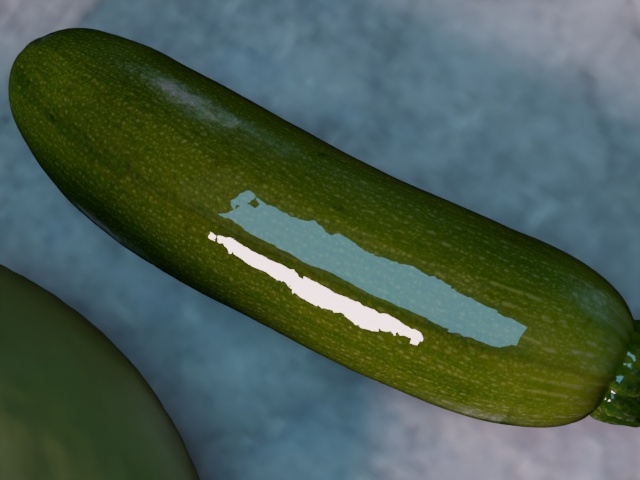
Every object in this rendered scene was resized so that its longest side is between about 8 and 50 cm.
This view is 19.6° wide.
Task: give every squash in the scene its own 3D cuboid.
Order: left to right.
[{"bbox_3d":[0.000,0.000,0.612,0.258,0.069,0.069,27,86,14],"label":"squash"}]

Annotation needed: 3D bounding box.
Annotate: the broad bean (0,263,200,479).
[{"bbox_3d":[-0.177,0.114,0.599,0.291,0.119,0.238,-10,79,8],"label":"broad bean"}]
